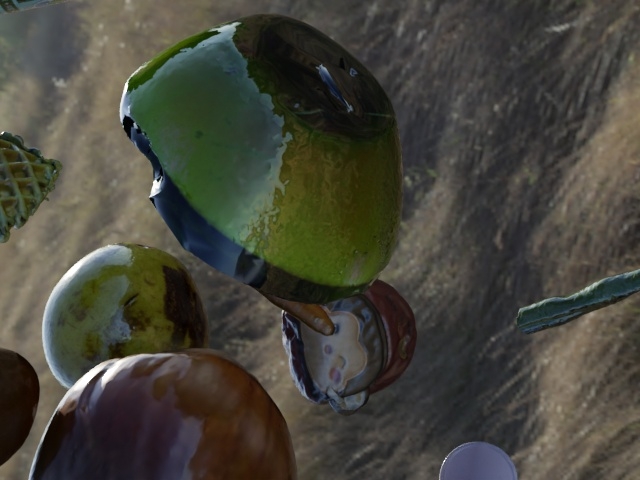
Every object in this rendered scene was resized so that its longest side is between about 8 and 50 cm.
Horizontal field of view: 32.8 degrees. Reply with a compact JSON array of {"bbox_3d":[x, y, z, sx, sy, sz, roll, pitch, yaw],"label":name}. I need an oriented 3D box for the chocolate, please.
[{"bbox_3d":[-0.437,0.216,1.415,0.176,0.176,0.177,-170,90,-67],"label":"chocolate"}]

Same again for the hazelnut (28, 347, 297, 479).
[{"bbox_3d":[-0.199,0.307,1.413,0.372,0.372,0.315,-105,20,-44],"label":"hazelnut"}]

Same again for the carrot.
[{"bbox_3d":[-0.076,0.045,1.366,0.248,0.043,0.043,35,121,22],"label":"carrot"}]

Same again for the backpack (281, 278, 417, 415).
[{"bbox_3d":[0.049,0.156,1.728,0.139,0.229,0.229,-175,94,-75],"label":"backpack"}]

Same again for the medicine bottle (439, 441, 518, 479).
[{"bbox_3d":[0.266,0.433,1.802,0.250,0.133,0.133,73,-169,-60],"label":"medicine bottle"}]

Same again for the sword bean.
[{"bbox_3d":[0.358,0.062,1.349,0.269,0.043,0.038,-28,66,42],"label":"sword bean"}]

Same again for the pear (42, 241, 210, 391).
[{"bbox_3d":[-0.304,0.141,1.735,0.283,0.283,0.284,-170,90,-67],"label":"pear"}]

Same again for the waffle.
[{"bbox_3d":[-0.486,-0.088,1.555,0.214,0.207,0.054,-62,-5,-47],"label":"waffle"}]

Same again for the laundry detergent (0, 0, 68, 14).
[{"bbox_3d":[-0.394,-0.497,1.613,0.287,0.305,0.287,168,90,-87],"label":"laundry detergent"}]

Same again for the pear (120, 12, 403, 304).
[{"bbox_3d":[-0.036,-0.131,1.303,0.165,0.398,0.399,-52,35,33],"label":"pear"}]
